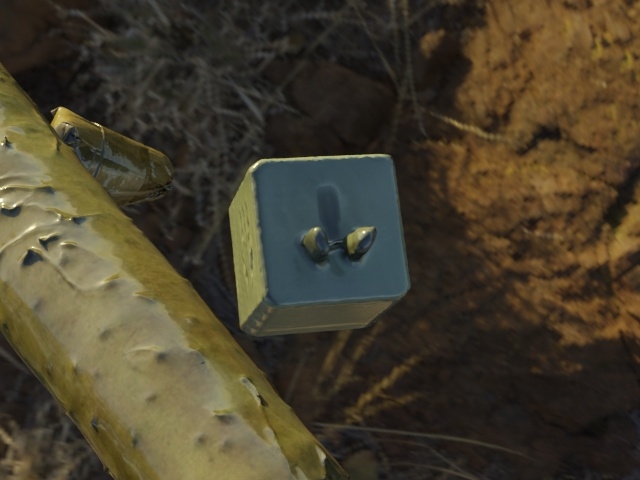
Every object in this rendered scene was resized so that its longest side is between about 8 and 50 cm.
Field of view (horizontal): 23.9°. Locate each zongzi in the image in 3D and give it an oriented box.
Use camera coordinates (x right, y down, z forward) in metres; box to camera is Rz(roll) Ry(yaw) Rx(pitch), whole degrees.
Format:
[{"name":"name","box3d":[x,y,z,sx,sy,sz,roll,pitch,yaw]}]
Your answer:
[{"name":"zongzi","box3d":[-0.264,-0.044,1.705,0.176,0.160,0.078,-61,29,11]}]

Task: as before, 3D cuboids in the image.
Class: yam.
[{"name":"yam","box3d":[-0.113,0.012,0.655,0.083,0.083,0.371,-46,53,5]}]

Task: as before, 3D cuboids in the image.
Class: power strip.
[{"name":"power strip","box3d":[0.000,0.000,1.393,0.139,0.224,0.140,-3,77,-11]}]
